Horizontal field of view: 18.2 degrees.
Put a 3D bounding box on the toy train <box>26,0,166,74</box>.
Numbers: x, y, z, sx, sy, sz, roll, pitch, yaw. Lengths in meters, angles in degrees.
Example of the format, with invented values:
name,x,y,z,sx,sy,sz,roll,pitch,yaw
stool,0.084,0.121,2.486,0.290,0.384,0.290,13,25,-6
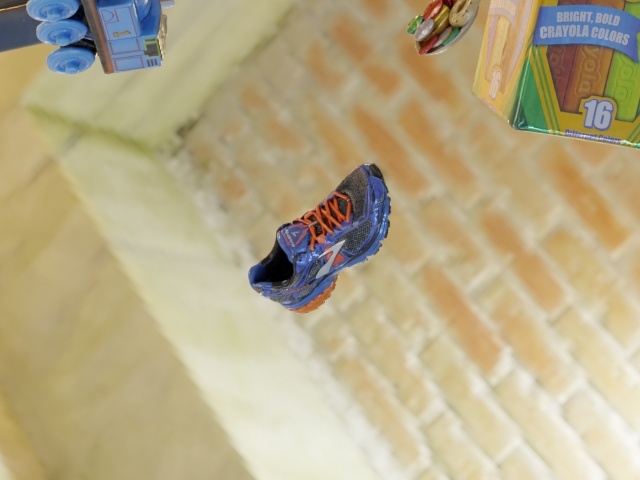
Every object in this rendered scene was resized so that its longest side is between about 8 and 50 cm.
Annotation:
name,x,y,z,sx,sy,sz,roll,pitch,yaw
toy train,-0.186,-0.200,1.656,0.184,0.105,0.080,86,175,-69

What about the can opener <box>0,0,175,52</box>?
name,x,y,z,sx,sy,sz,roll,pitch,yaw
can opener,-0.285,-0.231,2.224,0.283,0.095,0.076,-18,-152,-35

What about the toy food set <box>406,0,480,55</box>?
name,x,y,z,sx,sy,sz,roll,pitch,yaw
toy food set,0.118,-0.210,1.906,0.020,0.082,0.083,39,-175,-28

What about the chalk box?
name,x,y,z,sx,sy,sz,roll,pitch,yaw
chalk box,0.285,-0.258,2.053,0.180,0.289,0.179,7,-164,-13

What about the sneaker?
name,x,y,z,sx,sy,sz,roll,pitch,yaw
sneaker,0.000,0.000,2.173,0.087,0.221,0.083,9,-139,-38
